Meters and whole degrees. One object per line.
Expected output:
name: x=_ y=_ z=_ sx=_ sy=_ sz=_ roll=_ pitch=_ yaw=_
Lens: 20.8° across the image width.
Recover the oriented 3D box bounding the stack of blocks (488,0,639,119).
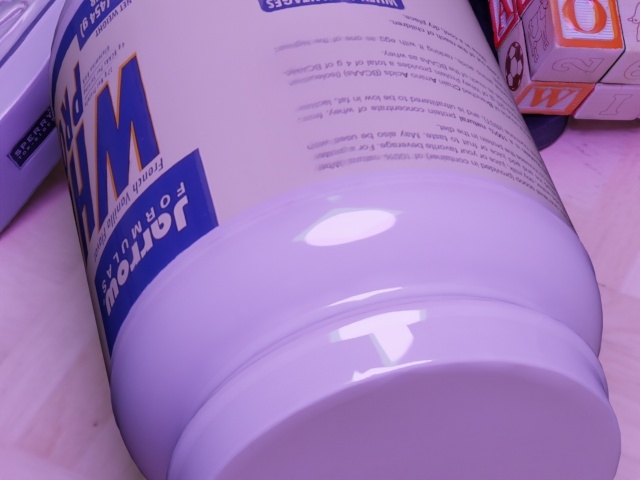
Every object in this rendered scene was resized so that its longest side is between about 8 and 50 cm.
stack of blocks: x=0.256 y=-0.168 z=1.086 sx=0.297 sy=0.087 sz=0.171 roll=0 pitch=68 yaw=-15

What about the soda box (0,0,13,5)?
soda box: x=-0.285 y=-0.202 z=1.135 sx=0.091 sy=0.098 sz=0.286 roll=-29 pitch=55 yaw=-28

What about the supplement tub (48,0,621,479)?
supplement tub: x=0.000 y=0.000 z=0.866 sx=0.236 sy=0.235 sz=0.324 roll=-9 pitch=48 yaw=-10

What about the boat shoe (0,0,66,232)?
boat shoe: x=-0.170 y=-0.101 z=1.026 sx=0.088 sy=0.096 sz=0.267 roll=33 pitch=79 yaw=29

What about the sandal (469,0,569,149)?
sandal: x=0.070 y=-0.154 z=1.133 sx=0.097 sy=0.054 sz=0.254 roll=-31 pitch=55 yaw=-27
